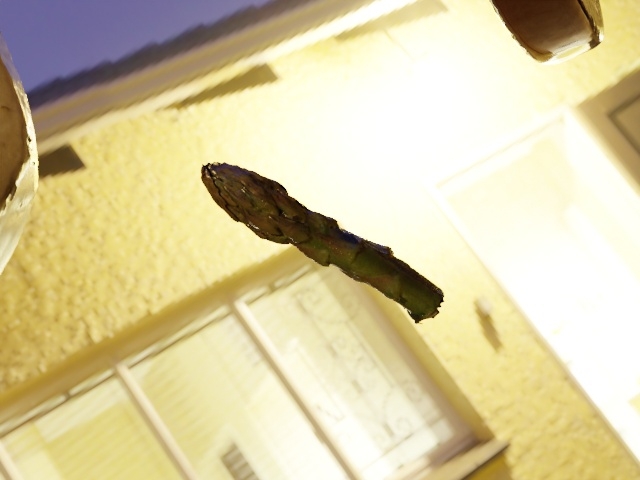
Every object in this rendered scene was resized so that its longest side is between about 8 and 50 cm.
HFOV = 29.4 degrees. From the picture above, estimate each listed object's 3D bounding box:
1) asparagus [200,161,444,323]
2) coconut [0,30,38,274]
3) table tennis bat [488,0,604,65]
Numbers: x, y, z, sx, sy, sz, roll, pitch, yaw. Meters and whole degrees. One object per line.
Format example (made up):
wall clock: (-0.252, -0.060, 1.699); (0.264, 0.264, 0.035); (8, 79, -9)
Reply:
asparagus: (0.000, 0.000, 0.705); (0.030, 0.165, 0.036); (-40, 27, 48)
coconut: (-0.334, -0.057, 0.728); (0.323, 0.323, 0.323); (-34, -14, -10)
table tennis bat: (0.017, -0.168, 0.326); (0.038, 0.200, 0.310); (-20, -33, 18)
